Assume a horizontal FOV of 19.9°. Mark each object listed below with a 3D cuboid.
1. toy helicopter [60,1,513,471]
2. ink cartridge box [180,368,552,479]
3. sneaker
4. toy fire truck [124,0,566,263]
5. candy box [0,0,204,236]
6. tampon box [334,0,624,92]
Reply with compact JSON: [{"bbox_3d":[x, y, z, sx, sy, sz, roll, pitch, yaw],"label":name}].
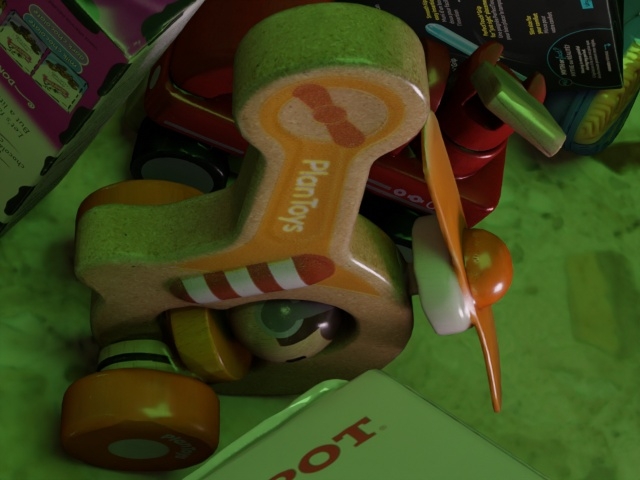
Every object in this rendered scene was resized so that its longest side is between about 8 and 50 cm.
[{"bbox_3d":[0.000,0.000,0.880,0.235,0.355,0.140,5,63,-8],"label":"toy helicopter"},{"bbox_3d":[0.033,0.245,0.711,0.285,0.395,0.166,-32,120,-17],"label":"ink cartridge box"},{"bbox_3d":[0.183,-0.183,1.243,0.131,0.112,0.296,23,54,3],"label":"sneaker"},{"bbox_3d":[0.028,-0.080,1.001,0.217,0.246,0.158,22,58,-18],"label":"toy fire truck"},{"bbox_3d":[-0.170,-0.111,0.915,0.159,0.233,0.071,46,54,-3],"label":"candy box"},{"bbox_3d":[0.100,-0.162,1.116,0.161,0.120,0.101,-2,61,14],"label":"tampon box"}]
